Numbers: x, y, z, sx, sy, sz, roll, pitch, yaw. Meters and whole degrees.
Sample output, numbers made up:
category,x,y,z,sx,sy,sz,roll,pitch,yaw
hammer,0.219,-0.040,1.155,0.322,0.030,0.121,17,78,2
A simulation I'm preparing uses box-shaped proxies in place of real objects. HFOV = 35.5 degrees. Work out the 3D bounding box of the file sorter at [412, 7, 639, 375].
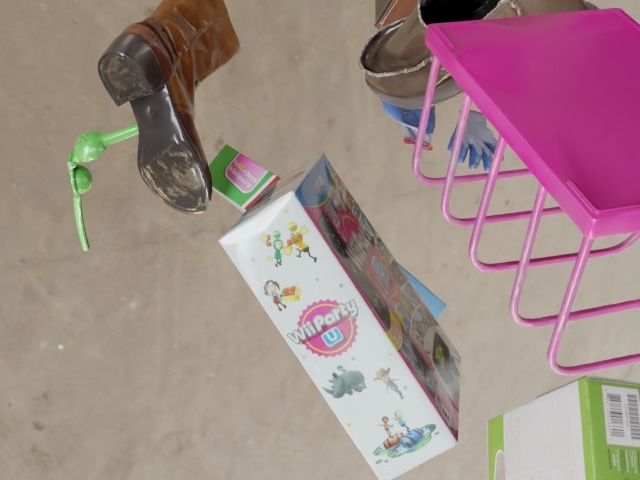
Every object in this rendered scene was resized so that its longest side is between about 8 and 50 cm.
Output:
category,x,y,z,sx,sy,sz,roll,pitch,yaw
file sorter,0.227,-0.049,0.868,0.202,0.291,0.182,-8,131,-17

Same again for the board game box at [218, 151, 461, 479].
category,x,y,z,sx,sy,sz,roll,pitch,yaw
board game box,0.034,0.071,1.080,0.097,0.303,0.224,-32,-171,15

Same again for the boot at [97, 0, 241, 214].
category,x,y,z,sx,sy,sz,roll,pitch,yaw
boot,-0.181,-0.208,1.383,0.264,0.096,0.280,60,31,-24

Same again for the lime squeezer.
category,x,y,z,sx,sy,sz,roll,pitch,yaw
lime squeezer,-0.361,-0.114,1.620,0.110,0.059,0.310,13,126,-39

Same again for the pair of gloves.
category,x,y,z,sx,sy,sz,roll,pitch,yaw
pair of gloves,0.190,-0.174,1.560,0.159,0.198,0.023,-86,-166,-51

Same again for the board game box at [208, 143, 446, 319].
category,x,y,z,sx,sy,sz,roll,pitch,yaw
board game box,0.000,0.000,1.400,0.064,0.316,0.242,-53,133,-3

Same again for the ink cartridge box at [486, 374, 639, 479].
category,x,y,z,sx,sy,sz,roll,pitch,yaw
ink cartridge box,0.311,0.295,1.268,0.255,0.097,0.189,133,-38,-61

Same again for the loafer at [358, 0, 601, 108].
category,x,y,z,sx,sy,sz,roll,pitch,yaw
loafer,0.158,-0.249,1.150,0.130,0.366,0.134,42,68,-27

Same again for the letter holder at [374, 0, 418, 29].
category,x,y,z,sx,sy,sz,roll,pitch,yaw
letter holder,0.245,-0.403,1.430,0.302,0.214,0.152,-55,-164,30
